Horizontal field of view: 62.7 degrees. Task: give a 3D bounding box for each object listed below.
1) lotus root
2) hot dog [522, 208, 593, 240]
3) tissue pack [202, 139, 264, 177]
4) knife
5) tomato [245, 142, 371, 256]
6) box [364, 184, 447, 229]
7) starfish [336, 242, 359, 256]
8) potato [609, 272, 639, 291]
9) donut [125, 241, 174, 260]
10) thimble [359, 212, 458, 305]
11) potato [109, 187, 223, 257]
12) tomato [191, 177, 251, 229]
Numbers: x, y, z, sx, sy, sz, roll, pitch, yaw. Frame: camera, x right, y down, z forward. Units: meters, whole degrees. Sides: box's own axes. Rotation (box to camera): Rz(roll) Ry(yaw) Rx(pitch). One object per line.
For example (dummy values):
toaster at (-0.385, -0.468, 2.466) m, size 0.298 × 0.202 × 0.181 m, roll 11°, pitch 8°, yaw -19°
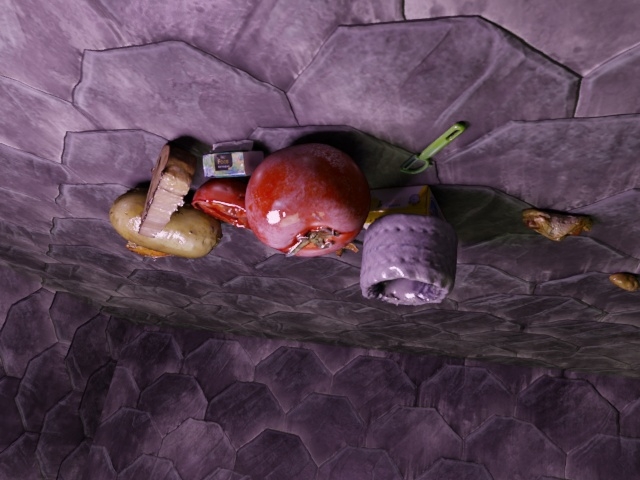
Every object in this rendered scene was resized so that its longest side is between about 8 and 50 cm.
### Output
lotus root at (-0.370, -0.133, 1.255) m, size 0.075 × 0.170 × 0.261 m, roll 14°, pitch 149°, yaw -27°
hot dog at (0.557, -0.030, 1.238) m, size 0.169 × 0.061 × 0.078 m, roll 8°, pitch 159°, yaw 5°
tissue pack at (-0.195, -0.184, 1.182) m, size 0.111 × 0.079 × 0.085 m, roll 1°, pitch -168°, yaw 26°
knife at (0.235, -0.181, 1.070) m, size 0.055 × 0.015 × 0.212 m, roll 16°, pitch 157°, yaw -15°
tomato at (-0.030, -0.092, 1.126) m, size 0.271 × 0.226 × 0.270 m, roll -9°, pitch 157°, yaw -4°
box at (0.225, -0.032, 1.331) m, size 0.169 × 0.097 × 0.265 m, roll -2°, pitch 155°, yaw 28°
starfish at (-0.001, 0.001, 1.591) m, size 0.228 × 0.043 × 0.240 m, roll 0°, pitch 154°, yaw 21°
potato at (0.864, 0.115, 1.485) m, size 0.092 × 0.046 × 0.045 m, roll 24°, pitch -168°, yaw -8°
donut at (-0.568, 0.007, 1.812) m, size 0.181 × 0.078 × 0.146 m, roll -18°, pitch 146°, yaw 39°
thimble at (0.197, 0.052, 1.211) m, size 0.217 × 0.157 × 0.245 m, roll 20°, pitch 156°, yaw -20°
potato at (-0.425, -0.050, 1.463) m, size 0.308 × 0.173 × 0.210 m, roll 17°, pitch -172°, yaw -19°
tomato at (-0.213, -0.100, 1.363) m, size 0.228 × 0.101 × 0.228 m, roll 14°, pitch 165°, yaw 4°
